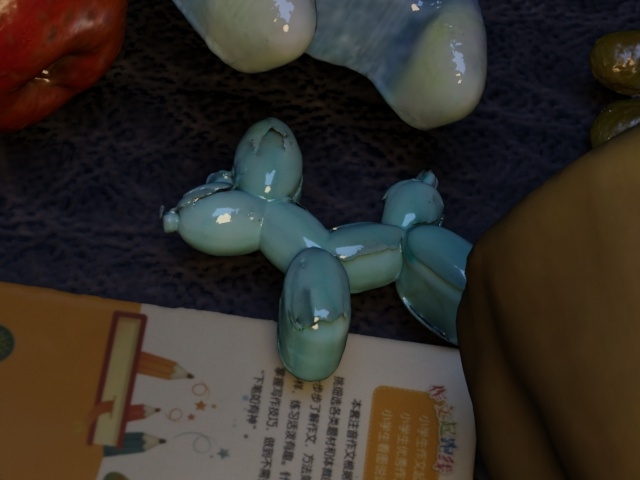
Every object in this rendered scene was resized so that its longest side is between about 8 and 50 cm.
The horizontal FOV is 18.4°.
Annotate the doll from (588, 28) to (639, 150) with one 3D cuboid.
[{"bbox_3d":[0.257,-0.082,1.117,0.210,0.097,0.137,-2,63,-1],"label":"doll"}]

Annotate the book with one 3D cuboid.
[{"bbox_3d":[-0.071,0.125,0.989,0.296,0.020,0.207,9,57,-1],"label":"book"}]

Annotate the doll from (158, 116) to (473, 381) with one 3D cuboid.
[{"bbox_3d":[0.000,0.000,1.044,0.159,0.059,0.158,-8,47,-17],"label":"doll"}]

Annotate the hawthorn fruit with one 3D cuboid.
[{"bbox_3d":[-0.191,-0.148,1.069,0.189,0.189,0.189,3,57,-4],"label":"hawthorn fruit"}]

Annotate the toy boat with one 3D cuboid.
[{"bbox_3d":[-0.010,-0.211,1.098,0.215,0.123,0.330,14,38,-34],"label":"toy boat"}]

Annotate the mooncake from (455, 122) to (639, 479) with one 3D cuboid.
[{"bbox_3d":[0.254,0.057,0.870,0.379,0.378,0.200,-13,70,-14],"label":"mooncake"}]
